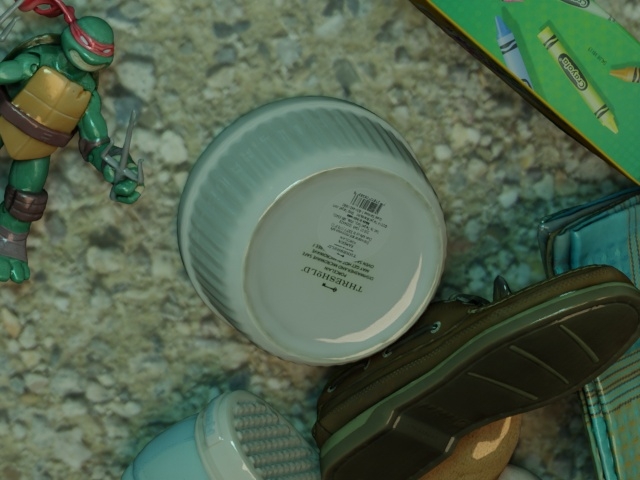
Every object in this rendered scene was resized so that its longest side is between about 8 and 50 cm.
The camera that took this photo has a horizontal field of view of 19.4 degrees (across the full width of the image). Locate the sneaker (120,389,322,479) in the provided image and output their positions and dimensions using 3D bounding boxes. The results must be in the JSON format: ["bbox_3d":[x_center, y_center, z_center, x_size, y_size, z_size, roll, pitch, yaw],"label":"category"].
[{"bbox_3d":[-0.026,0.279,1.566,0.150,0.135,0.366,-26,113,24],"label":"sneaker"}]

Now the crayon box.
[{"bbox_3d":[0.150,-0.167,1.414,0.278,0.165,0.081,37,95,-28],"label":"crayon box"}]

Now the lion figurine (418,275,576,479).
[{"bbox_3d":[0.163,0.243,1.622,0.240,0.142,0.392,-32,104,3],"label":"lion figurine"}]

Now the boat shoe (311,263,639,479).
[{"bbox_3d":[0.112,0.088,1.481,0.307,0.104,0.111,-31,135,23],"label":"boat shoe"}]

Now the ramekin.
[{"bbox_3d":[0.000,0.000,1.461,0.207,0.109,0.207,-7,113,-17],"label":"ramekin"}]

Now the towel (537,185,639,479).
[{"bbox_3d":[0.326,0.121,1.581,0.271,0.040,0.370,-21,103,-31],"label":"towel"}]

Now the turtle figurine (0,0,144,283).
[{"bbox_3d":[-0.203,-0.084,1.351,0.175,0.118,0.234,32,114,-13],"label":"turtle figurine"}]
